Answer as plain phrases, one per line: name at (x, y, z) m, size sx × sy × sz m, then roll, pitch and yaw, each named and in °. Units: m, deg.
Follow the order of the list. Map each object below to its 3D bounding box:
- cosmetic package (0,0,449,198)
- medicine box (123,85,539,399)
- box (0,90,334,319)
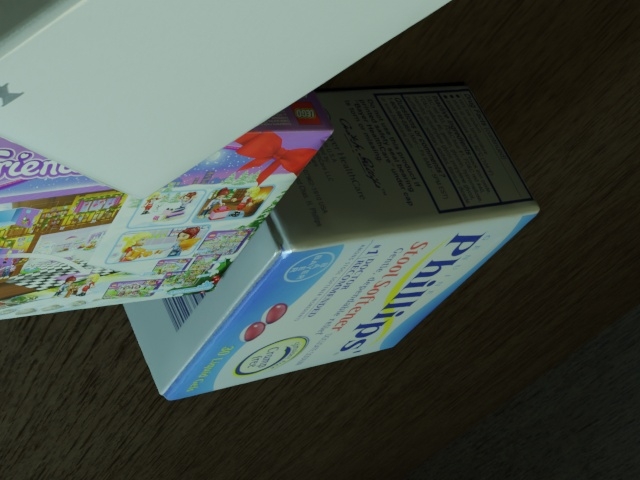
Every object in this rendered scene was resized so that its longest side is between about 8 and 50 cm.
cosmetic package at (-0.050, -0.175, 0.385) m, size 0.224 × 0.225 × 0.138 m, roll -31°, pitch 158°, yaw 12°
medicine box at (0.000, 0.000, 0.939) m, size 0.289 × 0.149 × 0.263 m, roll -8°, pitch 152°, yaw -37°
box at (-0.160, -0.026, 0.660) m, size 0.293 × 0.057 × 0.201 m, roll -6°, pitch 149°, yaw -39°
